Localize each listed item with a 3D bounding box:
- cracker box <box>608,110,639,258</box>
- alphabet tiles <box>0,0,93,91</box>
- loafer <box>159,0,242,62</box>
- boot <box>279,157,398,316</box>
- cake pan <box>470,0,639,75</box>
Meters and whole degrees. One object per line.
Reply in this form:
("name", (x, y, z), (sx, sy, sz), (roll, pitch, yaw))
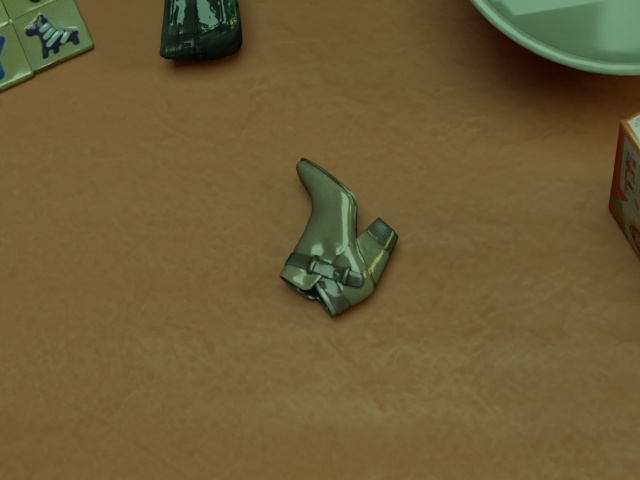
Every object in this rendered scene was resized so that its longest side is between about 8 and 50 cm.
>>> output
("cracker box", (0.295, 0.024, 1.142), (0.067, 0.156, 0.232), (-25, 67, -4))
("alphabet tiles", (-0.340, -0.271, 1.425), (0.285, 0.011, 0.342), (-25, 66, -3))
("loafer", (-0.119, -0.255, 1.354), (0.078, 0.076, 0.223), (-9, 70, -5))
("boot", (0.000, 0.000, 1.252), (0.118, 0.042, 0.087), (40, 79, 21))
("cake pan", (0.231, -0.260, 1.236), (0.293, 0.054, 0.293), (0, 78, 1))
